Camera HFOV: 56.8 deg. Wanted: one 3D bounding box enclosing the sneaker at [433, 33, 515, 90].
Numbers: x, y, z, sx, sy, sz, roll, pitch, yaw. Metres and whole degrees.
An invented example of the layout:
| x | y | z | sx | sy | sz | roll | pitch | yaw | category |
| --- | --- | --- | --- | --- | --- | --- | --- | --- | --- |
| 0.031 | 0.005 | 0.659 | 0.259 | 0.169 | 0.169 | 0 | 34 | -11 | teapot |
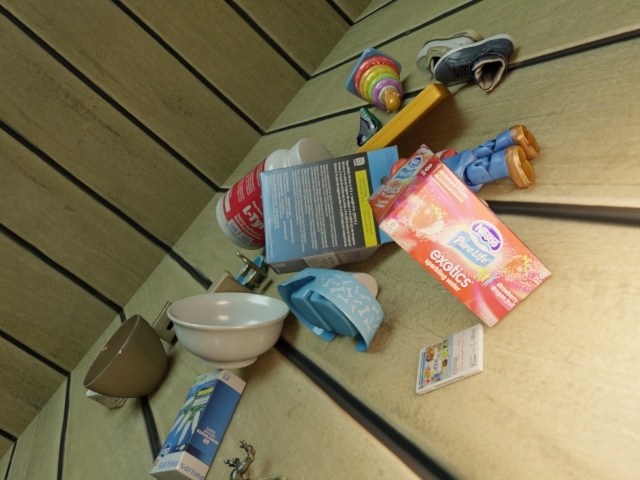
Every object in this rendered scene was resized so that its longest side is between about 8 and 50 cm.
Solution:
| x | y | z | sx | sy | sz | roll | pitch | yaw | category |
| --- | --- | --- | --- | --- | --- | --- | --- | --- | --- |
| 0.382 | -0.439 | 1.529 | 0.226 | 0.086 | 0.163 | -16 | 36 | 38 | sneaker |

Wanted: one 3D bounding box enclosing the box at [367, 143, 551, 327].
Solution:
| x | y | z | sx | sy | sz | roll | pitch | yaw | category |
| --- | --- | --- | --- | --- | --- | --- | --- | --- | --- |
| 0.207 | -0.007 | 0.902 | 0.128 | 0.257 | 0.123 | -45 | 19 | 12 | box |

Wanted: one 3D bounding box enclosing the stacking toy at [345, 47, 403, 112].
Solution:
| x | y | z | sx | sy | sz | roll | pitch | yaw | category |
| --- | --- | --- | --- | --- | --- | --- | --- | --- | --- |
| 0.213 | -0.502 | 1.972 | 0.175 | 0.165 | 0.302 | -58 | 27 | 24 | stacking toy |

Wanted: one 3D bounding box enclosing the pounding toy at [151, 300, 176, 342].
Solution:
| x | y | z | sx | sy | sz | roll | pitch | yaw | category |
| --- | --- | --- | --- | --- | --- | --- | --- | --- | --- |
| -0.580 | 0.326 | 2.210 | 0.181 | 0.094 | 0.206 | -59 | 12 | -12 | pounding toy |

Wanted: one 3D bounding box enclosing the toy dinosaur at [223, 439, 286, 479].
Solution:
| x | y | z | sx | sy | sz | roll | pitch | yaw | category |
| --- | --- | --- | --- | --- | --- | --- | --- | --- | --- |
| -0.152 | 0.455 | 1.118 | 0.268 | 0.064 | 0.118 | -38 | 37 | 26 | toy dinosaur |

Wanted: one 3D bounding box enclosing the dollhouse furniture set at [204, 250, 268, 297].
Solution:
| x | y | z | sx | sy | sz | roll | pitch | yaw | category |
| --- | --- | --- | --- | --- | --- | --- | --- | --- | --- |
| -0.275 | 0.144 | 1.727 | 0.212 | 0.161 | 0.242 | -53 | 29 | -3 | dollhouse furniture set |

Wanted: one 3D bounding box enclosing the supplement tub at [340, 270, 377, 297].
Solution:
| x | y | z | sx | sy | sz | roll | pitch | yaw | category |
| --- | --- | --- | --- | --- | --- | --- | --- | --- | --- |
| 0.067 | 0.103 | 1.273 | 0.071 | 0.071 | 0.107 | -55 | 22 | -16 | supplement tub |

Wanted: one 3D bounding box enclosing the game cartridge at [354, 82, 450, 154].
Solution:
| x | y | z | sx | sy | sz | roll | pitch | yaw | category |
| --- | --- | --- | --- | --- | --- | --- | --- | --- | --- |
| 0.214 | -0.309 | 1.575 | 0.285 | 0.053 | 0.323 | -41 | -1 | 21 | game cartridge |

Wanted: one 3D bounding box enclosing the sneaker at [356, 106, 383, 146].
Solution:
| x | y | z | sx | sy | sz | roll | pitch | yaw | category |
| --- | --- | --- | --- | --- | --- | --- | --- | --- | --- |
| 0.144 | -0.365 | 1.940 | 0.098 | 0.083 | 0.224 | -48 | 20 | 19 | sneaker |

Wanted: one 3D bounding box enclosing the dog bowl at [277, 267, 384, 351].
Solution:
| x | y | z | sx | sy | sz | roll | pitch | yaw | category |
| --- | --- | --- | --- | --- | --- | --- | --- | --- | --- |
| 0.020 | 0.131 | 1.204 | 0.074 | 0.166 | 0.297 | -44 | 17 | -20 | dog bowl |

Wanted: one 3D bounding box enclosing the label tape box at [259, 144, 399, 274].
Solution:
| x | y | z | sx | sy | sz | roll | pitch | yaw | category |
| --- | --- | --- | --- | --- | --- | --- | --- | --- | --- |
| 0.036 | -0.068 | 1.392 | 0.333 | 0.106 | 0.241 | -9 | 68 | 9 | label tape box |

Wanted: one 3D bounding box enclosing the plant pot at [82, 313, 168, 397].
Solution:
| x | y | z | sx | sy | sz | roll | pitch | yaw | category |
| --- | --- | --- | --- | --- | --- | --- | --- | --- | --- |
| -0.628 | 0.417 | 1.989 | 0.284 | 0.191 | 0.284 | -41 | 21 | 20 | plant pot |

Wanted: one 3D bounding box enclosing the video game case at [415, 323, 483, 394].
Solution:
| x | y | z | sx | sy | sz | roll | pitch | yaw | category |
| --- | --- | --- | --- | --- | --- | --- | --- | --- | --- |
| 0.202 | 0.186 | 0.927 | 0.122 | 0.011 | 0.087 | -34 | 26 | 36 | video game case |

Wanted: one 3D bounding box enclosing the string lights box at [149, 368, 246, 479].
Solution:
| x | y | z | sx | sy | sz | roll | pitch | yaw | category |
| --- | --- | --- | --- | --- | --- | --- | --- | --- | --- |
| -0.285 | 0.439 | 1.396 | 0.133 | 0.077 | 0.260 | -28 | 29 | 42 | string lights box |

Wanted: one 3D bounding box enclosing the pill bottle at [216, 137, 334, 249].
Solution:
| x | y | z | sx | sy | sz | roll | pitch | yaw | category |
| --- | --- | --- | --- | --- | --- | --- | --- | --- | --- |
| -0.139 | -0.151 | 1.927 | 0.407 | 0.229 | 0.229 | -34 | 25 | 37 | pill bottle |

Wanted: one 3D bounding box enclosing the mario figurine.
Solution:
| x | y | z | sx | sy | sz | roll | pitch | yaw | category |
| --- | --- | --- | --- | --- | --- | --- | --- | --- | --- |
| 0.282 | -0.113 | 1.199 | 0.320 | 0.170 | 0.198 | -15 | 2 | 41 | mario figurine |

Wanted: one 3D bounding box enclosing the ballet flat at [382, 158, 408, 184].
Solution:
| x | y | z | sx | sy | sz | roll | pitch | yaw | category |
| --- | --- | --- | --- | --- | --- | --- | --- | --- | --- |
| 0.134 | -0.135 | 1.497 | 0.348 | 0.123 | 0.123 | -26 | 30 | 47 | ballet flat |

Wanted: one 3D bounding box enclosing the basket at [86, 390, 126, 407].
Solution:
| x | y | z | sx | sy | sz | roll | pitch | yaw | category |
| --- | --- | --- | --- | --- | --- | --- | --- | --- | --- |
| -0.772 | 0.548 | 2.185 | 0.167 | 0.103 | 0.113 | -23 | 33 | 50 | basket |

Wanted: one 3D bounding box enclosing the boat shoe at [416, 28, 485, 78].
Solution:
| x | y | z | sx | sy | sz | roll | pitch | yaw | category |
| --- | --- | --- | --- | --- | --- | --- | --- | --- | --- |
| 0.357 | -0.532 | 1.744 | 0.103 | 0.113 | 0.302 | -55 | 16 | -7 | boat shoe |

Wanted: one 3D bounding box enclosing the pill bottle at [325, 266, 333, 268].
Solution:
| x | y | z | sx | sy | sz | roll | pitch | yaw | category |
| --- | --- | --- | --- | --- | --- | --- | --- | --- | --- |
| 0.000 | 0.000 | 1.535 | 0.112 | 0.112 | 0.187 | -46 | 20 | 9 | pill bottle |

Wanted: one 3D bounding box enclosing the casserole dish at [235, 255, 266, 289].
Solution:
| x | y | z | sx | sy | sz | roll | pitch | yaw | category |
| --- | --- | --- | --- | --- | --- | --- | --- | --- | --- |
| -0.236 | 0.129 | 1.911 | 0.188 | 0.037 | 0.114 | -45 | 20 | 9 | casserole dish |

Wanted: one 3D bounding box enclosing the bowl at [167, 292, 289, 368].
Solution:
| x | y | z | sx | sy | sz | roll | pitch | yaw | category |
| --- | --- | --- | --- | --- | --- | --- | --- | --- | --- |
| -0.225 | 0.229 | 1.462 | 0.298 | 0.297 | 0.134 | -153 | 63 | -70 | bowl |
